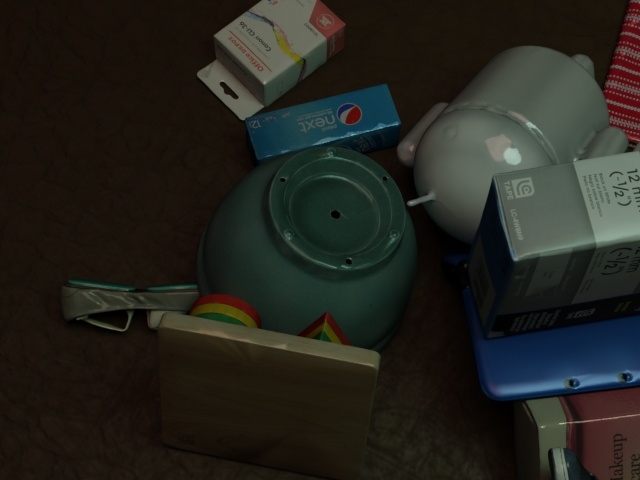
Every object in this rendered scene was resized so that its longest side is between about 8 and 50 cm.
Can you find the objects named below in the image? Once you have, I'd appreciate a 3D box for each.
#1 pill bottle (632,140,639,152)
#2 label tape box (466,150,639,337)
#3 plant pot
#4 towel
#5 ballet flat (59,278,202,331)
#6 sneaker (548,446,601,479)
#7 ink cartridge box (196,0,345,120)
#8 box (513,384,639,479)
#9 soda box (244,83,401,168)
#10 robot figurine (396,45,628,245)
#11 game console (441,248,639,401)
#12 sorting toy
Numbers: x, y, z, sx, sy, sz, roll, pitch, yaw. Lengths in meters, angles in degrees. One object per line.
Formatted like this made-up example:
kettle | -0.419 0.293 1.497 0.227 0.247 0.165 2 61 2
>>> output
pill bottle | 0.456 -0.087 1.784 0.094 0.169 0.094 0 64 0
label tape box | 0.359 -0.002 1.521 0.348 0.249 0.115 -7 66 -4
plant pot | 0.000 0.000 1.691 0.293 0.196 0.293 7 61 -12
towel | 0.524 -0.245 1.933 0.199 0.031 0.274 17 68 8
ballet flat | -0.239 0.087 1.761 0.213 0.072 0.068 1 92 1
sneaker | 0.357 0.302 1.509 0.163 0.226 0.086 -19 33 13
ink cartridge box | -0.074 -0.277 1.924 0.198 0.067 0.115 -40 72 -17
box | 0.362 0.249 1.615 0.232 0.127 0.148 -7 109 -4
soda box | 0.003 -0.152 1.866 0.210 0.067 0.071 -15 66 -7
robot figurine | 0.253 -0.124 1.752 0.300 0.199 0.353 8 38 34
game console | 0.320 0.090 1.703 0.293 0.250 0.173 -5 93 -3
sorting toy | -0.060 0.171 1.620 0.257 0.255 0.089 11 49 4
